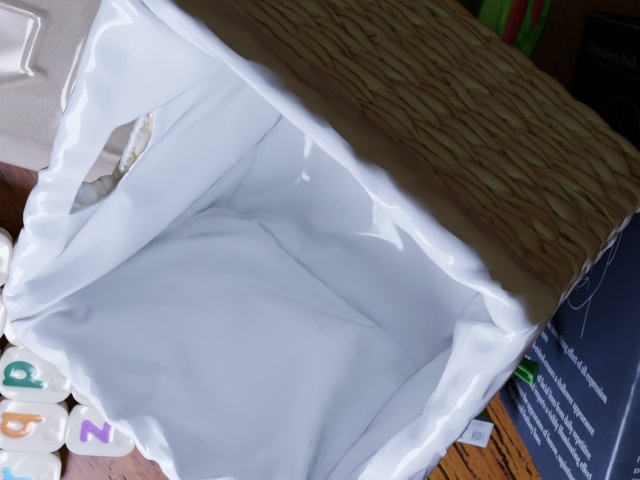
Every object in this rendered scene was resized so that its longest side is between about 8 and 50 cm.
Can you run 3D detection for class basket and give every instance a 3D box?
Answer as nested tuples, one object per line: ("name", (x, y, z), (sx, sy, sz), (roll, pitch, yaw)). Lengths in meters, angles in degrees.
("basket", (0.000, 0.000, 0.752), (0.331, 0.266, 0.328), (41, 129, 13))

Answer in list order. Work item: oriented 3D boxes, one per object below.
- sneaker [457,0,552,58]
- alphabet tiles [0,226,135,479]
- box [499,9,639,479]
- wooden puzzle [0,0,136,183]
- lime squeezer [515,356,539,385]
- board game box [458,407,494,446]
("sneaker", (0.094, -0.275, 0.858), (0.202, 0.185, 0.483), (18, 112, 23))
("alphabet tiles", (-0.303, 0.120, 0.991), (0.278, 0.021, 0.284), (6, 111, -16))
("box", (0.319, 0.030, 0.878), (0.212, 0.293, 0.396), (8, 107, -6))
("wooden puzzle", (-0.193, -0.197, 0.834), (0.322, 0.080, 0.348), (16, 128, -22))
("lime squeezer", (0.064, 0.064, 0.980), (0.310, 0.110, 0.059), (10, 147, 24))
("board game box", (0.079, 0.145, 0.998), (0.154, 0.103, 0.026), (14, 106, -8))
